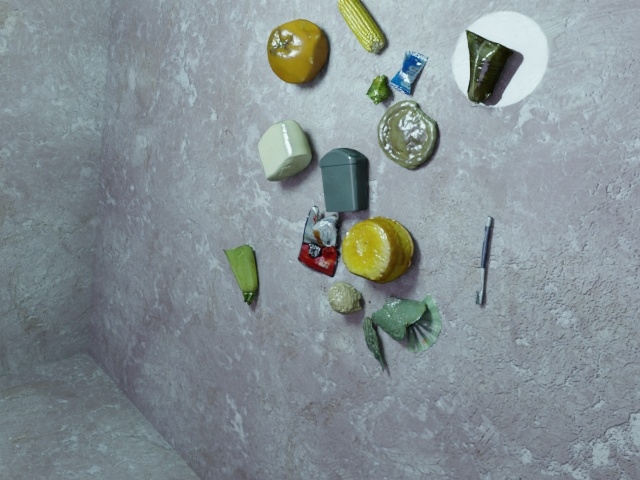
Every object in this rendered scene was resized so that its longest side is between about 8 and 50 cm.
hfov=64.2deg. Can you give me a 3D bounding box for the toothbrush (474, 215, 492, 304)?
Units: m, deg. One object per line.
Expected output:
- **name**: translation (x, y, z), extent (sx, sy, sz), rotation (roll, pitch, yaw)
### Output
- **toothbrush**: translation (0.515, 0.065, 1.612), extent (0.024, 0.026, 0.289), rotation (-122, 35, -77)

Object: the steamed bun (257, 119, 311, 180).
- **steamed bun**: translation (-0.139, -0.362, 2.047), extent (0.250, 0.154, 0.200), rotation (-31, 72, 47)

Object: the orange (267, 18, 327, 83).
- **orange**: translation (-0.100, -0.714, 1.939), extent (0.248, 0.183, 0.249), rotation (6, 98, 42)

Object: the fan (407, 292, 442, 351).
- **fan**: translation (0.362, 0.299, 1.797), extent (0.131, 0.009, 0.240), rotation (28, 114, 33)

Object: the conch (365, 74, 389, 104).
- **conch**: translation (0.197, -0.523, 1.773), extent (0.089, 0.074, 0.121), rotation (5, 77, 19)

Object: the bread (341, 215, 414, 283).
- **bread**: translation (0.199, 0.033, 1.812), extent (0.268, 0.145, 0.269), rotation (3, 95, 41)

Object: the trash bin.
- **trash bin**: translation (0.089, -0.227, 1.904), extent (0.176, 0.101, 0.237), rotation (2, 101, 40)

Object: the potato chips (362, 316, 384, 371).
- **potato chips**: translation (0.201, 0.391, 1.933), extent (0.092, 0.028, 0.208), rotation (156, 99, -68)

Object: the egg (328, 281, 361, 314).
- **egg**: translation (0.091, 0.224, 1.956), extent (0.118, 0.116, 0.140), rotation (-25, 106, 37)

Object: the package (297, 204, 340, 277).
- **package**: translation (0.000, 0.000, 2.044), extent (0.194, 0.071, 0.270), rotation (31, 129, 37)

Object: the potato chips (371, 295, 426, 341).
- **potato chips**: translation (0.282, 0.274, 1.829), extent (0.228, 0.059, 0.167), rotation (-55, 43, 35)

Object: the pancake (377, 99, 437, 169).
- **pancake**: translation (0.291, -0.360, 1.737), extent (0.222, 0.042, 0.237), rotation (-29, 79, 37)

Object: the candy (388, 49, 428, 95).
- **candy**: translation (0.292, -0.567, 1.708), extent (0.088, 0.038, 0.136), rotation (37, 110, 28)

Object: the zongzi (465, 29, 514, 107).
- **zongzi**: translation (0.464, -0.519, 1.542), extent (0.184, 0.084, 0.187), rotation (50, 131, 42)

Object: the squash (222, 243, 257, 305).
- **squash**: translation (-0.337, 0.152, 2.352), extent (0.137, 0.137, 0.288), rotation (-9, 104, 42)

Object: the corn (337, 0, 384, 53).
- **corn**: translation (0.139, -0.762, 1.786), extent (0.081, 0.081, 0.249), rotation (-43, 69, 37)
